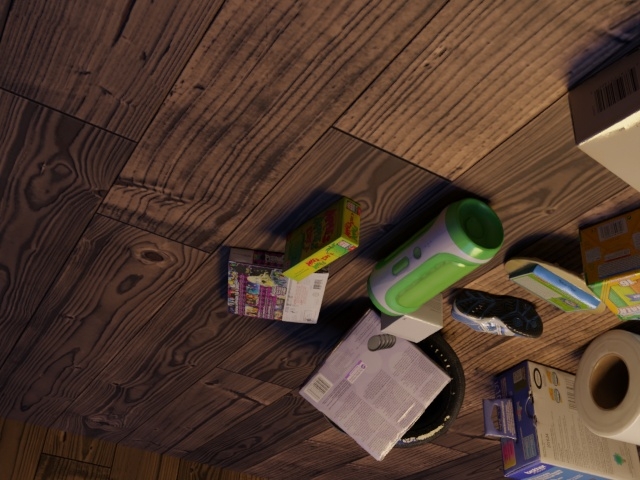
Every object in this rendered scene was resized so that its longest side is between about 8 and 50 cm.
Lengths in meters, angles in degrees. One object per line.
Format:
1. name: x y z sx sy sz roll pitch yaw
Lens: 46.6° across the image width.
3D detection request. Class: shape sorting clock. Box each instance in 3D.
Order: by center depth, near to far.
1. shape sorting clock: 0.463 0.088 1.468 0.206 0.040 0.206 29 170 6

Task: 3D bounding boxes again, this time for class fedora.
1. fedora: 0.174 0.333 1.794 0.334 0.334 0.152 5 180 0

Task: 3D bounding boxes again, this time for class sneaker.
1. sneaker: 0.387 0.167 1.634 0.211 0.080 0.081 19 152 -4

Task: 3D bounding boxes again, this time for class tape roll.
1. tape roll: 0.723 0.340 1.691 0.169 0.246 0.246 16 145 -18

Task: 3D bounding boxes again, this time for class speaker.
1. speaker: 0.210 0.038 1.407 0.131 0.131 0.296 20 144 -21

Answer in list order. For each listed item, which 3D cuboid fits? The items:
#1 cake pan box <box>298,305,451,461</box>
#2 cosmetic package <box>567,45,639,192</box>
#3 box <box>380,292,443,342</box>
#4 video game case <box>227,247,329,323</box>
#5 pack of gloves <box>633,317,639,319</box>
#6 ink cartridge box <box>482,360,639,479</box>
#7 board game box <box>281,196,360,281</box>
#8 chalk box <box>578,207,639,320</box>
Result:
1. cake pan box: 0.119 0.325 1.679 0.246 0.267 0.070 40 -179 0
2. cosmetic package: 0.528 -0.148 1.097 0.309 0.113 0.160 26 141 -28
3. box: 0.199 0.157 1.622 0.101 0.087 0.102 20 144 -21
4. video game case: -0.097 0.104 1.620 0.210 0.042 0.232 6 147 -3
5. pack of gloves: 0.761 0.134 1.575 0.232 0.046 0.195 8 158 1
6. ink cartridge box: 0.602 0.478 1.892 0.395 0.270 0.151 19 141 -21
7. board game box: 0.000 0.000 1.405 0.043 0.092 0.181 27 141 -28
8. chalk box: 0.592 0.059 1.382 0.132 0.132 0.213 -23 137 36
